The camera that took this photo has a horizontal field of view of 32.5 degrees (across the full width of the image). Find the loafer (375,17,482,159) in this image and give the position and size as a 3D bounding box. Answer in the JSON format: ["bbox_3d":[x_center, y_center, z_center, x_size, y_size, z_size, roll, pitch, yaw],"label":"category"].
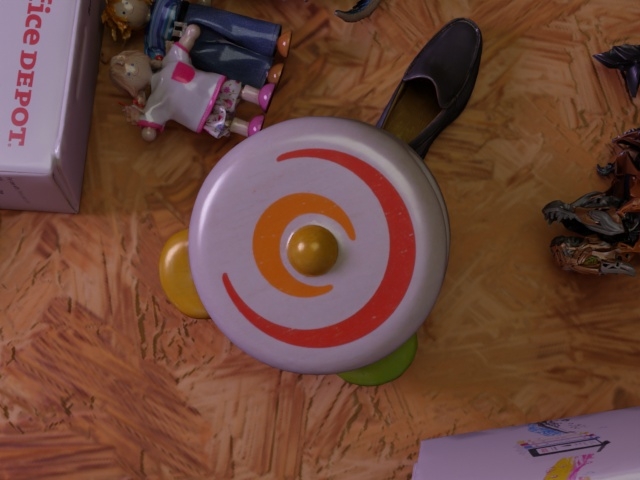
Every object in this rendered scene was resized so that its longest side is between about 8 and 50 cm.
[{"bbox_3d":[0.094,-0.125,0.941,0.062,0.061,0.170,26,75,6],"label":"loafer"}]

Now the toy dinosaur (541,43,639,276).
[{"bbox_3d":[0.332,-0.081,0.919,0.321,0.164,0.219,-21,91,-26],"label":"toy dinosaur"}]

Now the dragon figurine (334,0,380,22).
[{"bbox_3d":[0.061,-0.312,0.978,0.144,0.085,0.289,37,76,8],"label":"dragon figurine"}]

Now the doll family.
[{"bbox_3d":[-0.098,-0.207,0.946,0.163,0.118,0.263,19,93,-3],"label":"doll family"}]

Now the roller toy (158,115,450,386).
[{"bbox_3d":[0.000,0.000,0.833,0.209,0.146,0.191,26,98,5],"label":"roller toy"}]

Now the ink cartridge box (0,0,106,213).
[{"bbox_3d":[-0.334,-0.141,0.899,0.289,0.121,0.211,5,75,-1],"label":"ink cartridge box"}]

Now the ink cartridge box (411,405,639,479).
[{"bbox_3d":[0.191,0.221,0.755,0.232,0.168,0.171,-12,92,8],"label":"ink cartridge box"}]
